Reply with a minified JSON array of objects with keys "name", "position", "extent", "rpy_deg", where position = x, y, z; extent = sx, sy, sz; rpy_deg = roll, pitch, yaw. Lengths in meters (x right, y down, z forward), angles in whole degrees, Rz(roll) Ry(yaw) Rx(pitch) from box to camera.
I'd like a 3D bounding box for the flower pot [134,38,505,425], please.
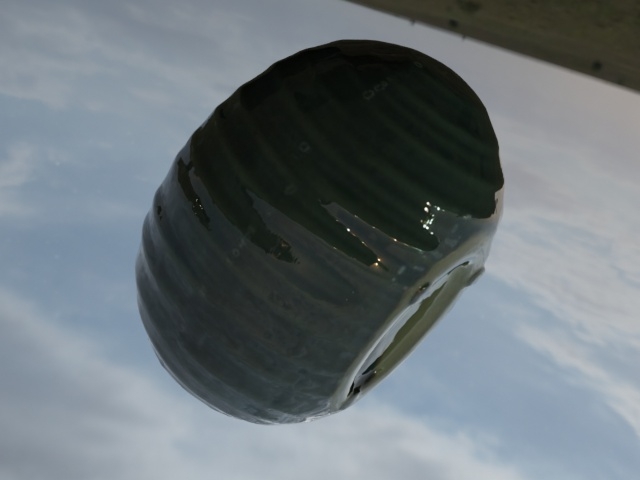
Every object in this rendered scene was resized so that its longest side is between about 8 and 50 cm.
[{"name":"flower pot","position":[0.000,0.000,0.532],"extent":[0.157,0.243,0.189],"rpy_deg":[45,-157,22]}]
